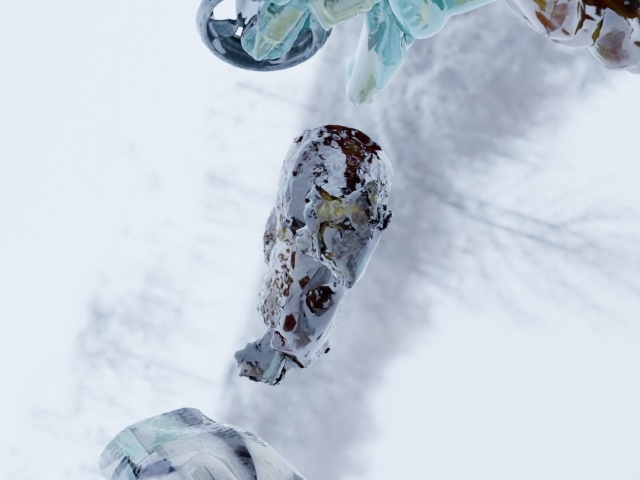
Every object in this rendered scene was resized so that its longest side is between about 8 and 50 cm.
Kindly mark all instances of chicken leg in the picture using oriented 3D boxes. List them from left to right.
[{"bbox_3d":[0.000,0.000,0.829,0.253,0.051,0.106,114,-9,-75],"label":"chicken leg"}]

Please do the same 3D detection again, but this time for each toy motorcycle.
[{"bbox_3d":[0.043,-0.187,1.051,0.296,0.198,0.109,128,-31,-47],"label":"toy motorcycle"}]

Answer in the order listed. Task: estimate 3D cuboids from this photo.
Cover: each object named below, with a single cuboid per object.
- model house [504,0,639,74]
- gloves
[{"bbox_3d":[0.127,-0.195,0.828,0.199,0.229,0.219,21,74,-72],"label":"model house"},{"bbox_3d":[-0.039,0.194,1.149,0.111,0.212,0.127,-45,156,7],"label":"gloves"}]
